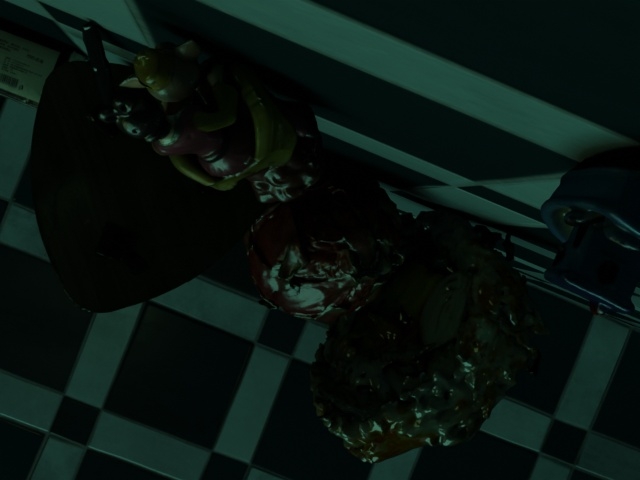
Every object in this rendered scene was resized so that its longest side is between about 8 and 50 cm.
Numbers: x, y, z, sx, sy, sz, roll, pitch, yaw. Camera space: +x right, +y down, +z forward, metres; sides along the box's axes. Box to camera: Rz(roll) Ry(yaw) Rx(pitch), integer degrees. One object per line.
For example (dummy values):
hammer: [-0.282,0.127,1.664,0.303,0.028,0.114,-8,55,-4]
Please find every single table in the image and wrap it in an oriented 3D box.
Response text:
table: [-0.162,-0.094,1.133,0.317,0.317,0.249,22,166,-15]

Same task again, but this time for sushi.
sushi: [0.149,0.135,1.531,0.176,0.417,0.417,34,174,-29]

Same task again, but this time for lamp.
lamp: [-0.098,-0.109,0.873,0.118,0.118,0.253,22,-179,41]

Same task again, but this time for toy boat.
toy boat: [0.189,0.001,0.640,0.100,0.097,0.223,25,179,3]

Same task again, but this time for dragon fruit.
dragon fruit: [0.000,0.000,1.453,0.244,0.244,0.299,22,177,-21]

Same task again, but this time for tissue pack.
tissue pack: [-0.431,-0.247,1.411,0.170,0.103,0.090,22,-176,1]
